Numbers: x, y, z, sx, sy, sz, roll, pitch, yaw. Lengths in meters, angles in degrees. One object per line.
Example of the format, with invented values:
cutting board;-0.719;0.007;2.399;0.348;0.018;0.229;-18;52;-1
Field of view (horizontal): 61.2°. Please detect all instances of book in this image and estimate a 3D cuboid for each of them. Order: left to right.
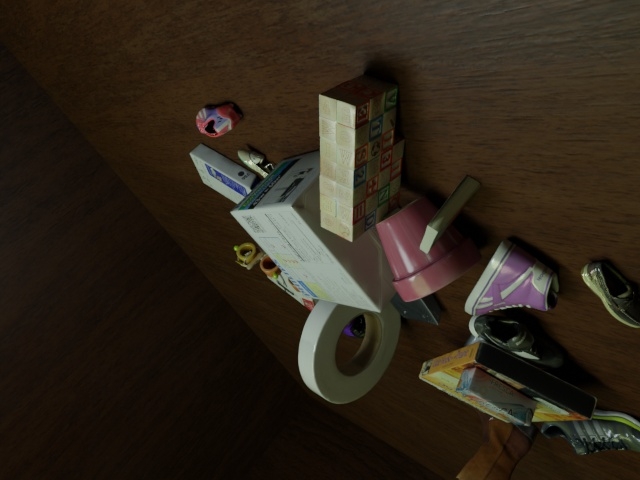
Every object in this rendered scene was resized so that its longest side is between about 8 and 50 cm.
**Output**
book;0.253;-0.048;1.069;0.035;0.144;0.096;36;157;16

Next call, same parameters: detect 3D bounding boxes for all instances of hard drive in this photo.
hard drive;0.235;0.134;1.560;0.254;0.054;0.172;51;157;-22

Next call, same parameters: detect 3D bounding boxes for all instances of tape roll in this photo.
tape roll;0.099;0.306;1.667;0.072;0.392;0.392;18;148;45

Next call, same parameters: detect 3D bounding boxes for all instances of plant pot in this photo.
plant pot;0.222;0.009;1.195;0.180;0.201;0.201;59;158;1

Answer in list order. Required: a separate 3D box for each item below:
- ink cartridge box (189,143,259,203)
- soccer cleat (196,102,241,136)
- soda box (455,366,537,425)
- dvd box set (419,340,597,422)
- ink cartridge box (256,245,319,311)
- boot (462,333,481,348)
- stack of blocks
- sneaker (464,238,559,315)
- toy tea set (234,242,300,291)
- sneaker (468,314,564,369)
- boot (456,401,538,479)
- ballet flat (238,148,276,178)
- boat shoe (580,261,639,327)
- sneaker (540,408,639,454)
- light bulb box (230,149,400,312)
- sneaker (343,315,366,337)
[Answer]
ink cartridge box;-0.287;-0.192;1.824;0.333;0.065;0.165;33;156;25
soccer cleat;-0.315;-0.336;1.558;0.248;0.095;0.083;7;139;55
soda box;0.419;0.372;1.290;0.183;0.063;0.058;30;159;-6
dvd box set;0.468;0.390;1.446;0.308;0.062;0.420;27;159;1
ink cartridge box;-0.087;0.113;1.954;0.273;0.114;0.197;35;155;31
boot;0.459;0.305;1.478;0.123;0.095;0.258;28;163;17
stack of blocks;0.085;-0.169;1.087;0.087;0.171;0.297;27;136;31
sneaker;0.417;0.124;1.180;0.161;0.102;0.282;31;157;15
toy tea set;-0.140;0.033;1.820;0.336;0.200;0.124;26;155;28
sneaker;0.470;0.239;1.272;0.234;0.078;0.106;26;168;6
boot;0.521;0.658;1.749;0.264;0.280;0.096;33;156;22
ballet flat;-0.168;-0.223;1.599;0.168;0.057;0.052;41;131;-6
boat shoe;0.540;0.099;0.979;0.152;0.056;0.049;42;163;1
sneaker;0.697;0.492;1.359;0.111;0.121;0.300;51;156;-23
light bulb box;0.013;-0.028;1.403;0.358;0.225;0.361;51;158;-22
sneaker;0.125;0.298;1.992;0.146;0.102;0.293;28;168;5
